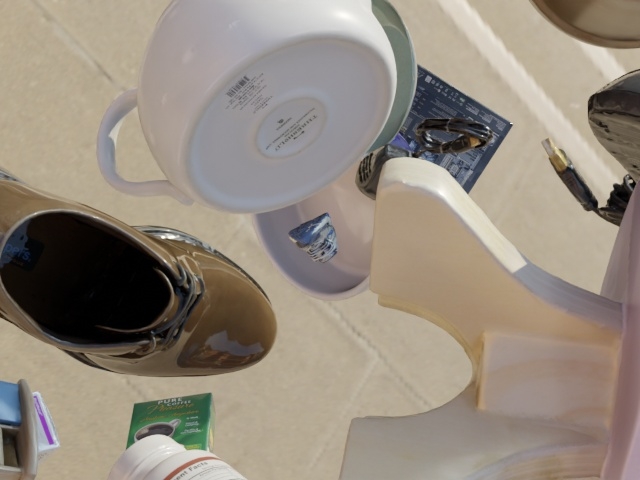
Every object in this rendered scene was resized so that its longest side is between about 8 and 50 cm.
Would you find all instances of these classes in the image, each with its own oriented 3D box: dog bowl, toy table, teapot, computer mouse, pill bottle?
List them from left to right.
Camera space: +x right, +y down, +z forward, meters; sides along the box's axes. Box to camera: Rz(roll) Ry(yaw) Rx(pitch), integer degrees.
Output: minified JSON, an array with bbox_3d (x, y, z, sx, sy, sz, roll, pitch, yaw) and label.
[{"bbox_3d":[-0.106,0.276,1.133,0.121,0.216,0.121,-26,131,-35],"label":"pill bottle"},{"bbox_3d":[-0.070,-0.158,1.100,0.256,0.252,0.187,-16,52,-25],"label":"teapot"},{"bbox_3d":[0.024,-0.052,1.720,0.104,0.265,0.264,-20,88,-45],"label":"dog bowl"},{"bbox_3d":[0.094,-0.071,1.150,0.071,0.242,0.041,24,74,-13],"label":"computer mouse"},{"bbox_3d":[0.102,0.070,0.649,0.161,0.274,0.252,8,26,5],"label":"toy table"},{"bbox_3d":[0.215,-0.058,0.763,0.262,0.184,0.060,34,80,-49],"label":"computer mouse"}]

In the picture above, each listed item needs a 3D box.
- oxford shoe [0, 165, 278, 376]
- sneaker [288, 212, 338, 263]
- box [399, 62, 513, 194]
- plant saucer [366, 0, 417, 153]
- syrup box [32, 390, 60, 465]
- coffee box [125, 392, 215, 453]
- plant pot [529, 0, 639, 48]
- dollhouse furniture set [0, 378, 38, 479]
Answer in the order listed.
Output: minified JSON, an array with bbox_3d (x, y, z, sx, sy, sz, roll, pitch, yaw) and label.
[{"bbox_3d":[-0.090,0.033,0.581,0.227,0.096,0.082,22,90,-48],"label":"oxford shoe"},{"bbox_3d":[0.000,0.000,1.514,0.058,0.052,0.135,64,13,-2],"label":"sneaker"},{"bbox_3d":[0.189,-0.188,2.081,0.233,0.059,0.183,30,100,-6],"label":"box"},{"bbox_3d":[0.071,-0.205,1.475,0.037,0.195,0.194,-5,79,-31],"label":"plant saucer"},{"bbox_3d":[-0.496,0.291,1.674,0.237,0.093,0.096,-7,66,-44],"label":"syrup box"},{"bbox_3d":[-0.195,0.269,1.558,0.113,0.184,0.040,-10,116,1],"label":"coffee box"},{"bbox_3d":[0.405,-0.403,1.531,0.323,0.323,0.280,60,13,-5],"label":"plant pot"},{"bbox_3d":[-0.330,0.138,1.187,0.198,0.303,0.286,17,35,-32],"label":"dollhouse furniture set"}]
